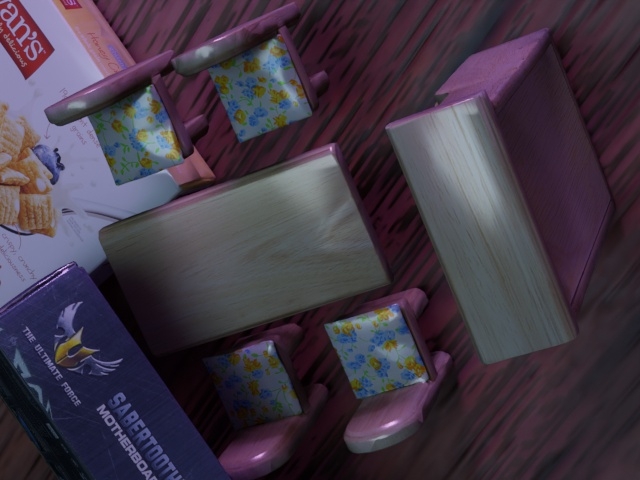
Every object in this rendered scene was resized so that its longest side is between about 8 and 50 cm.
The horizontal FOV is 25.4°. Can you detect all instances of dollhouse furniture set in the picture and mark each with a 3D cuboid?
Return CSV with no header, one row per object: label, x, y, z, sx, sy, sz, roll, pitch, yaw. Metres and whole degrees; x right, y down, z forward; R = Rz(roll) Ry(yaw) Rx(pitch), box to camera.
dollhouse furniture set,0.000,0.000,0.671,0.242,0.161,0.212,-18,102,23

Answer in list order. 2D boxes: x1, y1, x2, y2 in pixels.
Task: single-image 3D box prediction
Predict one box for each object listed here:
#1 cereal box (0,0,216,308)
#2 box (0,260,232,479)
cereal box,-0.196,-0.033,0.859,0.240,0.047,0.173,-40,81,27
box,-0.096,0.126,0.745,0.232,0.059,0.183,56,161,-4
